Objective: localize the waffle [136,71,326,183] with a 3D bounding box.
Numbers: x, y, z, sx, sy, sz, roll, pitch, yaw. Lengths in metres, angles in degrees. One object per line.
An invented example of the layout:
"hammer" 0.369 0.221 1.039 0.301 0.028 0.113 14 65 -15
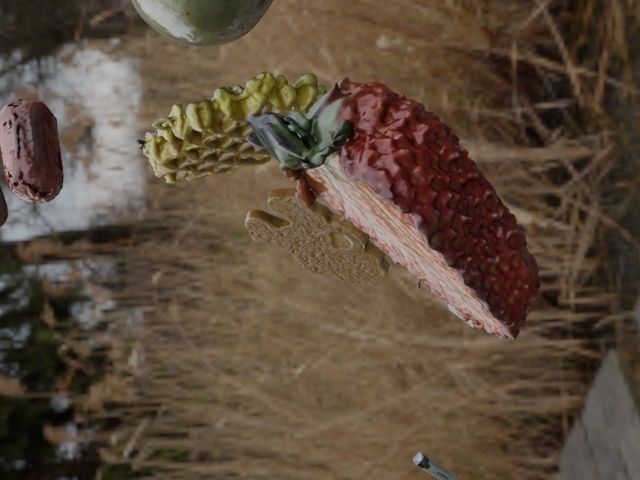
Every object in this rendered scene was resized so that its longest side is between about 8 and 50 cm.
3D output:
"waffle" -0.125 -0.167 1.867 0.329 0.329 0.062 108 147 -76

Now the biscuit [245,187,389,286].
"biscuit" 0.003 -0.001 1.935 0.144 0.236 0.040 -37 30 50

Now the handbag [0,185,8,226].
"handbag" -0.512 -0.060 1.607 0.193 0.072 0.151 -20 -82 -50

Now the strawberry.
"strawberry" 0.075 -0.043 1.031 0.106 0.286 0.188 -52 8 -9

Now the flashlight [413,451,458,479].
"flashlight" 0.170 0.337 1.813 0.018 0.083 0.018 -49 33 8

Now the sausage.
"sausage" -0.356 -0.108 1.509 0.076 0.076 0.141 99 157 -65

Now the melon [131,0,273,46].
"melon" -0.184 -0.454 1.879 0.330 0.268 0.268 93 173 -60

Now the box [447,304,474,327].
"box" 0.207 0.071 1.548 0.053 0.083 0.024 36 152 47
